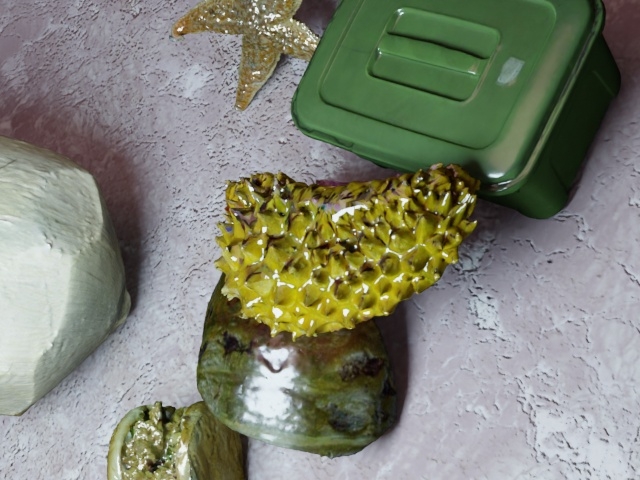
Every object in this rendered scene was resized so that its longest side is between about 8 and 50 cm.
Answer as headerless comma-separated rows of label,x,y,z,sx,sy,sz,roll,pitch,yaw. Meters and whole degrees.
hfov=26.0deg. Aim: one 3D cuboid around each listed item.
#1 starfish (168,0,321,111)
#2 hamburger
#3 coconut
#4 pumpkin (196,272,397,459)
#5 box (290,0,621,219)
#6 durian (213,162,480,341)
starfish,-0.073,-0.257,1.736,0.231,0.295,0.048,-38,14,44
hamburger,-0.163,0.269,1.584,0.131,0.159,0.185,-11,91,23
coconut,-0.410,0.045,1.702,0.346,0.360,0.346,-162,90,-80
pumpkin,-0.061,0.102,1.553,0.312,0.169,0.148,37,135,41
box,0.161,-0.169,1.553,0.329,0.178,0.252,22,81,38
durian,0.001,0.000,1.437,0.341,0.112,0.191,0,63,35
